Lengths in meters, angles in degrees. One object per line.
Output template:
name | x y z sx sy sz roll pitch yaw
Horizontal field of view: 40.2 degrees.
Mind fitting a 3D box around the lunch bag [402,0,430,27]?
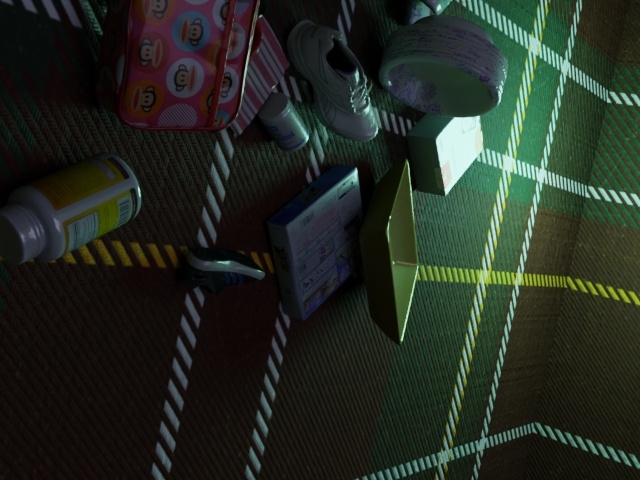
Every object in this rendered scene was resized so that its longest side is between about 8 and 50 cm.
lunch bag | 0.224 -0.533 2.060 0.083 0.053 0.071 -14 115 -63

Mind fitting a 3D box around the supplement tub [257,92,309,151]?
supplement tub | -0.073 -0.231 1.722 0.071 0.071 0.107 -62 143 -20

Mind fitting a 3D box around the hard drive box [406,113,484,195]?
hard drive box | 0.329 -0.258 2.281 0.232 0.089 0.181 -48 137 -34

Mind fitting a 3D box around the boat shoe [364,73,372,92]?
boat shoe | 0.062 -0.329 1.895 0.152 0.056 0.049 -45 140 -38

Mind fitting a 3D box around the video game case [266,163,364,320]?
video game case | 0.000 0.000 1.920 0.269 0.061 0.244 -42 133 -41

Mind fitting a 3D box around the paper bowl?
paper bowl | 0.284 -0.404 1.986 0.284 0.284 0.148 36 67 -54

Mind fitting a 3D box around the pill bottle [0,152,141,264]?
pill bottle | -0.380 -0.045 1.301 0.215 0.117 0.117 -34 128 -45

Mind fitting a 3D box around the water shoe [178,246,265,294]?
water shoe | -0.192 0.063 1.675 0.203 0.073 0.080 15 111 -52

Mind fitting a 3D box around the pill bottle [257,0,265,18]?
pill bottle | -0.161 -0.477 1.458 0.123 0.123 0.219 -46 136 -37

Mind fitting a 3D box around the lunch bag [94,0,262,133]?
lunch bag | -0.208 -0.319 1.377 0.258 0.120 0.293 -3 116 -36

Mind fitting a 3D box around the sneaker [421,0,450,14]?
sneaker | 0.288 -0.604 1.991 0.151 0.094 0.256 -47 -175 25

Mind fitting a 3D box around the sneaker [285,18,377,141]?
sneaker | 0.042 -0.310 1.770 0.111 0.129 0.297 -49 128 -16

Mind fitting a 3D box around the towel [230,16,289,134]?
towel | -0.139 -0.313 1.639 0.197 0.029 0.144 -58 142 -21

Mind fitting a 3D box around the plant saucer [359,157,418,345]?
plant saucer | 0.162 0.022 2.074 0.333 0.081 0.332 -68 155 -54
